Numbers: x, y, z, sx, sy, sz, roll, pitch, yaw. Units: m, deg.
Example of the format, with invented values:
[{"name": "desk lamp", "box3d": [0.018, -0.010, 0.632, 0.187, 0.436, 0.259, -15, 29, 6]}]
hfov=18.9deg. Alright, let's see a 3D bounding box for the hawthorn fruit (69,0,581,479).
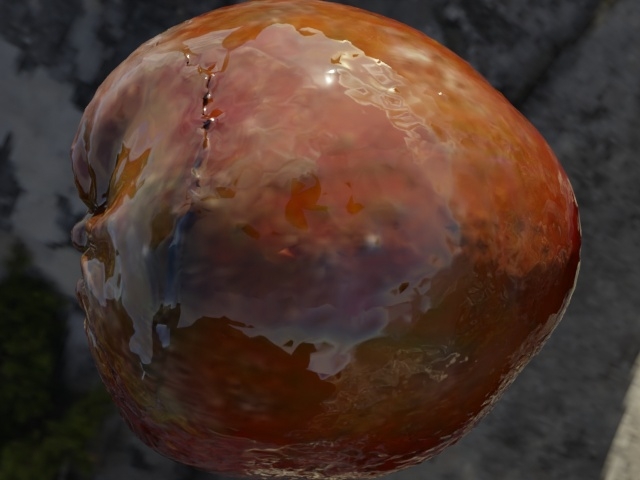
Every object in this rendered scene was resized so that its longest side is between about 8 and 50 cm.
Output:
[{"name": "hawthorn fruit", "box3d": [0.000, 0.000, 0.651, 0.173, 0.173, 0.173, -11, 69, 31]}]
